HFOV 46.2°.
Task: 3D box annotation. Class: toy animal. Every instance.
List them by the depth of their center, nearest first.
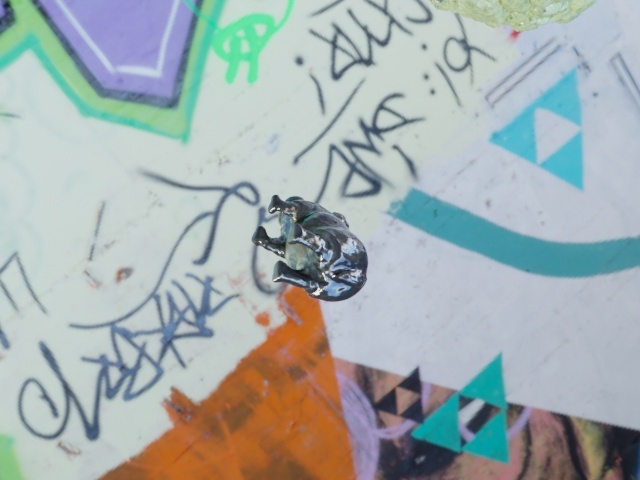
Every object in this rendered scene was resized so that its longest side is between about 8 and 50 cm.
[{"bbox_3d":[-0.015,-0.008,1.181,0.106,0.168,0.343,-63,-171,12],"label":"toy animal"}]

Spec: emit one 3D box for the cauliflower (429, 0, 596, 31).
[{"bbox_3d":[0.228,-0.357,0.791,0.275,0.250,0.272,-10,177,-20],"label":"cauliflower"}]
